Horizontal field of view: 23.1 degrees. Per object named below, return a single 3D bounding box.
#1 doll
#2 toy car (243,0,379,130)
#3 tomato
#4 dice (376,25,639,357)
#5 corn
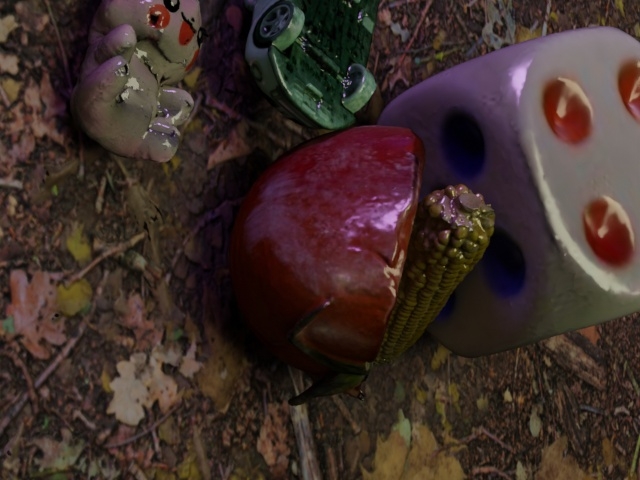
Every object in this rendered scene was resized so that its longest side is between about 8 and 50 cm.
[{"bbox_3d":[-0.167,-0.167,1.452,0.149,0.095,0.192,50,48,-44],"label":"doll"},{"bbox_3d":[-0.012,-0.246,1.622,0.136,0.125,0.306,37,54,-37],"label":"toy car"},{"bbox_3d":[-0.006,0.002,1.568,0.170,0.309,0.309,13,72,-8],"label":"tomato"},{"bbox_3d":[0.239,-0.049,1.732,0.277,0.304,0.304,-14,85,-35],"label":"dice"},{"bbox_3d":[0.103,0.036,1.651,0.086,0.288,0.086,11,52,-15],"label":"corn"}]
